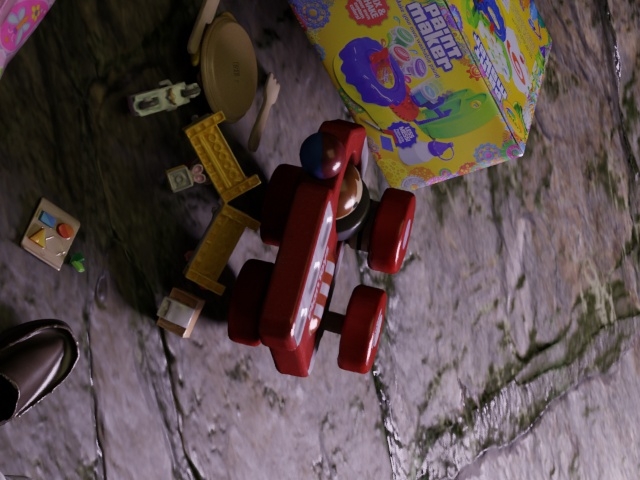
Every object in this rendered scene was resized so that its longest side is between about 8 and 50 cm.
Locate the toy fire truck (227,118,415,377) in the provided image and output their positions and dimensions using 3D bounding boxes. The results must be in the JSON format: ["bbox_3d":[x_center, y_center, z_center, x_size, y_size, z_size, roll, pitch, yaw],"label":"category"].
[{"bbox_3d":[0.000,0.000,1.902,0.254,0.169,0.302,82,23,-70],"label":"toy fire truck"}]

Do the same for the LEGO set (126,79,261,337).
[{"bbox_3d":[-0.137,-0.041,1.922,0.132,0.107,0.287,-8,101,-10],"label":"LEGO set"}]

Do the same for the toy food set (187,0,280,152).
[{"bbox_3d":[-0.112,-0.198,1.959,0.192,0.038,0.132,60,37,-45],"label":"toy food set"}]

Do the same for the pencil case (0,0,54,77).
[{"bbox_3d":[-0.337,-0.223,1.687,0.124,0.124,0.284,45,58,-34],"label":"pencil case"}]

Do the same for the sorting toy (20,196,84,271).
[{"bbox_3d":[-0.276,-0.001,1.816,0.083,0.012,0.062,37,63,-38],"label":"sorting toy"}]

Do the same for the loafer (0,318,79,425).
[{"bbox_3d":[-0.318,0.152,1.722,0.220,0.078,0.080,-38,115,-39],"label":"loafer"}]

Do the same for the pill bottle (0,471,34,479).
[{"bbox_3d":[-0.366,0.264,1.650,0.193,0.108,0.108,11,81,-45],"label":"pill bottle"}]

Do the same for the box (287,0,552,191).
[{"bbox_3d":[0.128,-0.264,2.053,0.290,0.177,0.279,60,29,-25],"label":"box"}]
